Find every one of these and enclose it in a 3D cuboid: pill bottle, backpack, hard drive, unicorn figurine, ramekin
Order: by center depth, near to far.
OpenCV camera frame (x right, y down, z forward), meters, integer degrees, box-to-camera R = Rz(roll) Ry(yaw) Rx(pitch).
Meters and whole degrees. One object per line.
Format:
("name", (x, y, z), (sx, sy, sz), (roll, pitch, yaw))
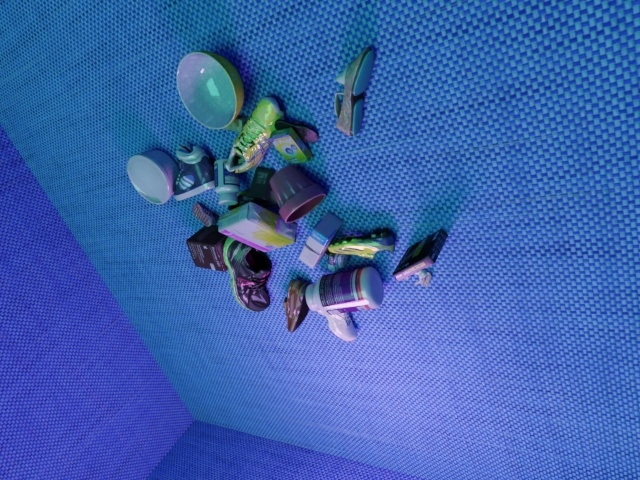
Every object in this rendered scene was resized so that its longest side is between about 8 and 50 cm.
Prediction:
("unicorn figurine", (0.379, 0.124, 1.874), (0.161, 0.060, 0.111), (17, 131, 2))
("hard drive", (-0.256, -0.244, 1.981), (0.094, 0.135, 0.022), (11, 170, 27))
("backpack", (0.075, 0.079, 2.004), (0.084, 0.105, 0.115), (19, 132, 21))
("pill bottle", (0.102, 0.226, 2.010), (0.322, 0.182, 0.182), (-13, 114, 28))
("pill bottle", (-0.409, -0.255, 2.019), (0.111, 0.111, 0.187), (-11, 78, 38))
("ramekin", (-0.818, -0.326, 2.288), (0.272, 0.127, 0.273), (17, 130, 22))

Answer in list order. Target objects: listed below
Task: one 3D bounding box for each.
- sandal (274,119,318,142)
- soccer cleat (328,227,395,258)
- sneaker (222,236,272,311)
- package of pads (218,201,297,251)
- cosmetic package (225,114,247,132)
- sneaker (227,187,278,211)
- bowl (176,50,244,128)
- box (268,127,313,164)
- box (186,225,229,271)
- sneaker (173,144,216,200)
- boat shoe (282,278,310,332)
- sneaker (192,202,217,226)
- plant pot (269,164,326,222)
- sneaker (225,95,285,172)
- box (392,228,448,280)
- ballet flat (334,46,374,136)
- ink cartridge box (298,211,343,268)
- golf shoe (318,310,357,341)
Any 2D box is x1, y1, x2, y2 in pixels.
("sandal", (-0.088, -0.430, 1.770), (0.179, 0.040, 0.067), (20, 138, -4))
("soccer cleat", (0.167, 0.031, 1.885), (0.288, 0.093, 0.121), (-10, 109, 24))
("sneaker", (-0.339, 0.182, 2.305), (0.202, 0.185, 0.483), (4, 130, 25))
("package of pads", (-0.274, -0.053, 2.048), (0.229, 0.101, 0.296), (-18, 148, 42))
("cosmetic package", (-0.361, -0.493, 1.918), (0.114, 0.041, 0.060), (16, 130, 24))
("sneaker", (-0.292, -0.169, 2.054), (0.299, 0.121, 0.111), (-12, 115, 39))
("bowl", (-0.398, -0.599, 1.784), (0.289, 0.156, 0.290), (17, 130, 22))
("box", (-0.111, -0.362, 1.809), (0.105, 0.043, 0.179), (-3, 148, 35))
("box", (-0.538, 0.036, 2.338), (0.203, 0.167, 0.169), (8, 126, 29))
("sneaker", (-0.623, -0.333, 2.168), (0.322, 0.130, 0.237), (-10, 106, 43))
("boat shoe", (-0.128, 0.322, 2.323), (0.119, 0.122, 0.324), (29, 126, 20))
("sneaker", (-0.581, -0.128, 2.322), (0.170, 0.074, 0.063), (42, 112, 30))
("plant pot", (-0.108, -0.199, 1.874), (0.180, 0.201, 0.201), (55, 136, 9))
("sneaker", (-0.263, -0.404, 1.845), (0.145, 0.147, 0.385), (40, 133, 5))
("box", (0.375, 0.055, 1.725), (0.045, 0.191, 0.184), (46, 136, -6))
("ballet flat", (0.100, -0.506, 1.560), (0.106, 0.107, 0.316), (30, 133, 22))
("ink cartridge box", (0.000, 0.000, 1.965), (0.085, 0.148, 0.203), (35, 134, 7))
("golf shoe", (0.090, 0.357, 2.198), (0.140, 0.115, 0.306), (-32, 102, 40))
